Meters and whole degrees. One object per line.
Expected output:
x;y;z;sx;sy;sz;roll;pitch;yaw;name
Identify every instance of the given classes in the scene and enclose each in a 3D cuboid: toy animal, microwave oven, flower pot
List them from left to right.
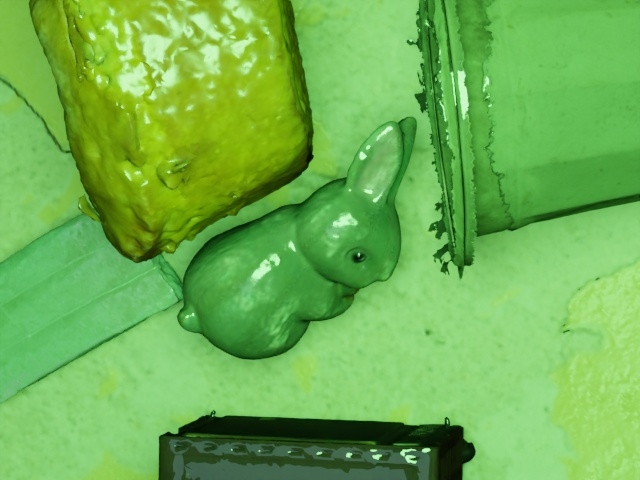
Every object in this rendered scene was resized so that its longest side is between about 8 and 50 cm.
-0.005;0.244;1.656;0.247;0.178;0.188;0;94;12;microwave oven
0.000;0.002;1.639;0.125;0.127;0.251;41;121;-17;toy animal
0.205;-0.124;1.558;0.259;0.290;0.290;-7;93;-1;flower pot

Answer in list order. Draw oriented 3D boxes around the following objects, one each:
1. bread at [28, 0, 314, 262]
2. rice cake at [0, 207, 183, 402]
-0.116;-0.156;1.575;0.204;0.358;0.337;-9;92;-2;bread
-0.235;0.055;1.761;0.211;0.038;0.124;-34;88;13;rice cake
